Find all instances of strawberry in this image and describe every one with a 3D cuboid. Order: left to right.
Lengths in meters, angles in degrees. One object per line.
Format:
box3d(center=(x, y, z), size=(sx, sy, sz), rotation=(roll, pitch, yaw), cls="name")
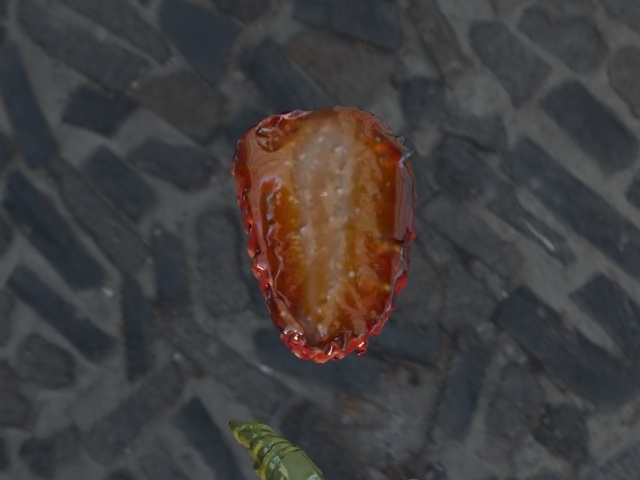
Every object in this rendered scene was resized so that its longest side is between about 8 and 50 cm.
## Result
box3d(center=(0.000, 0.000, 1.041), size=(0.121, 0.082, 0.188), rotation=(4, 60, 2), cls="strawberry")

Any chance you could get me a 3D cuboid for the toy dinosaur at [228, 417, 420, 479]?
box3d(center=(0.006, 0.148, 0.691), size=(0.153, 0.094, 0.259), rotation=(-46, 36, -15), cls="toy dinosaur")
